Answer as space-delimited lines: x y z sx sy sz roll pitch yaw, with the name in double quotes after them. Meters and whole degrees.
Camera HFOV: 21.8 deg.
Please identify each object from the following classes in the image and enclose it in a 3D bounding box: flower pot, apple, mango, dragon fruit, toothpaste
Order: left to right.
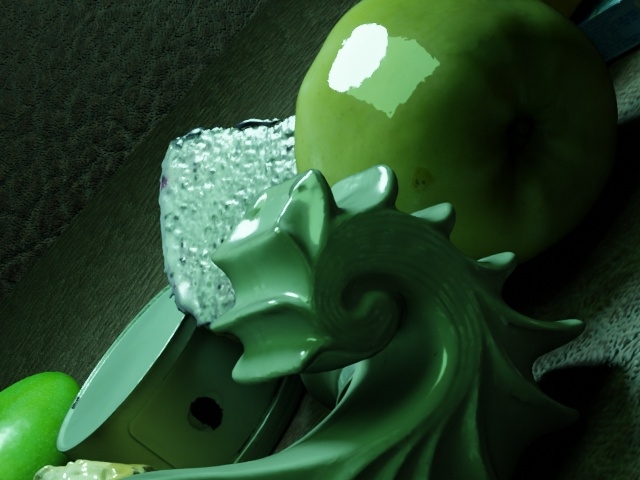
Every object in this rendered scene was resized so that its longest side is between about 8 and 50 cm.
-0.428 0.324 2.107 0.382 0.201 0.225 -55 4 -24 "mango"
0.000 0.000 1.601 0.283 0.204 0.221 -10 67 36 "dragon fruit"
0.002 0.143 1.093 0.367 0.254 0.164 -59 16 -22 "flower pot"
0.109 -0.093 1.347 0.262 0.262 0.262 -48 15 17 "apple"
0.255 -0.197 1.544 0.272 0.053 0.066 -30 26 57 "toothpaste"

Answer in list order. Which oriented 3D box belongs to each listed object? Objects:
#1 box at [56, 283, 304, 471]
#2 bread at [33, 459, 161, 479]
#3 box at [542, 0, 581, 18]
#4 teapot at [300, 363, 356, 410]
-0.139 0.163 1.692 0.226 0.149 0.226 -48 14 16 "box"
-0.219 0.289 1.437 0.224 0.211 0.183 -21 45 3 "bread"
0.201 -0.319 1.584 0.415 0.116 0.264 -56 16 14 "box"
0.066 0.093 1.322 0.165 0.130 0.119 -19 34 1 "teapot"
